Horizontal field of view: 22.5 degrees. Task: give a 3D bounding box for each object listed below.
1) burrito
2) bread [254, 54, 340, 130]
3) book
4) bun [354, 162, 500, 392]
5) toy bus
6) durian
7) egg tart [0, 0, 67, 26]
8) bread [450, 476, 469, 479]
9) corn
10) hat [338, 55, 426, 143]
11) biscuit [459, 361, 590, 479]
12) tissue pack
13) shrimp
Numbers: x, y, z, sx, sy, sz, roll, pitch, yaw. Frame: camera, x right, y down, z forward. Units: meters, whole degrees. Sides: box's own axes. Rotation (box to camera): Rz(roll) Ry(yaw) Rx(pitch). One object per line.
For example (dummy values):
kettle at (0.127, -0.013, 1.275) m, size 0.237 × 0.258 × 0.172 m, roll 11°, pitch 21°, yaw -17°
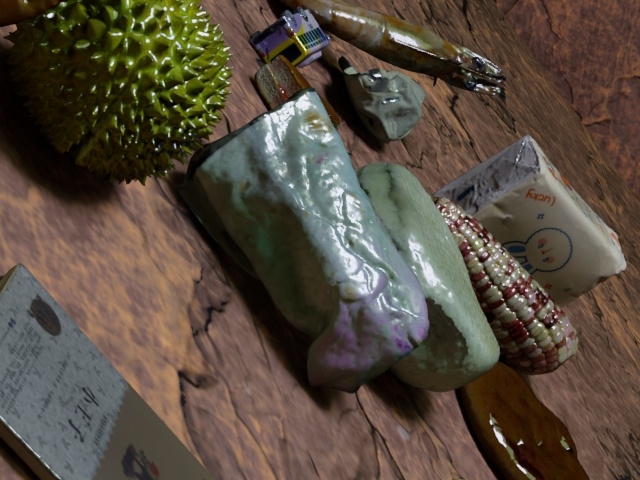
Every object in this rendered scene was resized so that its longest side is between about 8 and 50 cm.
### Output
burrito at (0.000, 0.000, 1.278) m, size 0.229 × 0.144 × 0.089 m, roll 55°, pitch -25°, yaw 7°
bread at (-0.019, -0.128, 1.599) m, size 0.109 × 0.043 × 0.062 m, roll 46°, pitch 18°, yaw -30°
book at (-0.130, 0.114, 0.931) m, size 0.199 × 0.016 × 0.138 m, roll 50°, pitch 19°, yaw -15°
bun at (0.071, 0.040, 1.432) m, size 0.221 × 0.108 × 0.221 m, roll 56°, pitch 12°, yaw -19°
toy bus at (-0.030, -0.211, 1.708) m, size 0.058 × 0.052 × 0.102 m, roll 56°, pitch 20°, yaw -2°
durian at (-0.132, -0.122, 1.136) m, size 0.159 × 0.146 × 0.198 m, roll 56°, pitch 18°, yaw 4°
egg tart at (-0.220, -0.240, 0.973) m, size 0.171 × 0.215 × 0.215 m, roll 72°, pitch -2°, yaw -51°
bread at (0.087, 0.219, 1.143) m, size 0.053 × 0.106 × 0.072 m, roll 12°, pitch 44°, yaw -45°
corn at (0.179, 0.044, 1.730) m, size 0.253 × 0.086 × 0.086 m, roll 47°, pitch 19°, yaw -18°
hat at (0.059, -0.168, 1.847) m, size 0.122 × 0.081 × 0.166 m, roll 17°, pitch 15°, yaw -24°
biscuit at (0.208, 0.201, 1.601) m, size 0.212 × 0.036 × 0.212 m, roll 47°, pitch 19°, yaw -22°
tissue pack at (0.245, -0.008, 1.887) m, size 0.196 × 0.148 × 0.092 m, roll 42°, pitch 24°, yaw -34°
shrimp at (0.073, -0.243, 1.887) m, size 0.296 × 0.058 × 0.169 m, roll 22°, pitch 14°, yaw -17°
